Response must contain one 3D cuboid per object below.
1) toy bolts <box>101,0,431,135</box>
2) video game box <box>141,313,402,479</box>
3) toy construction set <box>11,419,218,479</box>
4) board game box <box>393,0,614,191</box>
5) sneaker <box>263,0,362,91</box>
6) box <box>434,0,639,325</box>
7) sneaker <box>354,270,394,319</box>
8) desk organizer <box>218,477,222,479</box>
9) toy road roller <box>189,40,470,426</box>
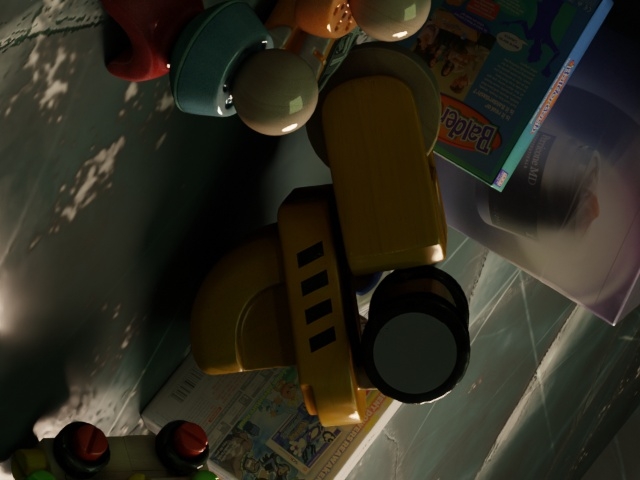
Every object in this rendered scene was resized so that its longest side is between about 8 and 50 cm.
[{"bbox_3d":[-0.028,-0.186,1.329,0.228,0.158,0.218,-50,160,-24],"label":"toy bolts"},{"bbox_3d":[-0.032,0.143,1.794,0.205,0.187,0.048,-51,160,-19],"label":"video game box"},{"bbox_3d":[-0.162,0.266,1.592,0.151,0.215,0.328,-34,150,28],"label":"toy construction set"},{"bbox_3d":[0.155,-0.176,1.807,0.210,0.160,0.047,-59,162,4],"label":"board game box"},{"bbox_3d":[-0.001,-0.182,1.550,0.215,0.084,0.083,-52,174,-7],"label":"sneaker"},{"bbox_3d":[0.269,-0.124,1.966,0.183,0.294,0.296,-33,149,-52],"label":"box"},{"bbox_3d":[-0.020,0.094,1.922,0.296,0.112,0.131,-48,142,-33],"label":"sneaker"},{"bbox_3d":[-0.143,0.251,1.893,0.047,0.050,0.130,-2,147,-28],"label":"desk organizer"},{"bbox_3d":[0.000,0.000,1.670,0.202,0.241,0.329,-64,147,-81],"label":"toy road roller"}]
